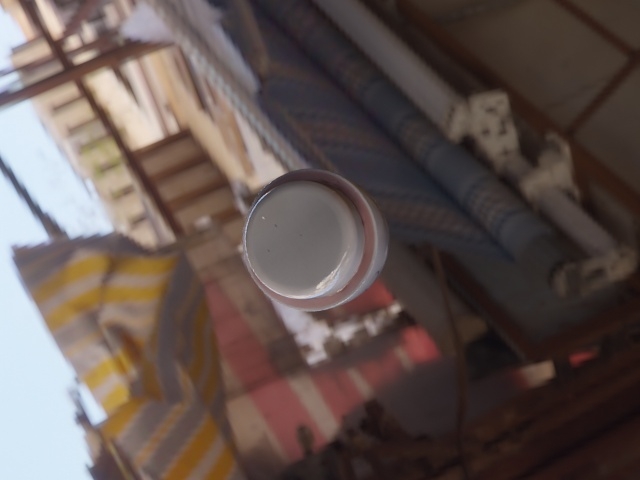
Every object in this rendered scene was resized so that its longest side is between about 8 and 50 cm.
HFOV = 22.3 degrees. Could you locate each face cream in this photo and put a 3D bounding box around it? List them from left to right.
[{"bbox_3d":[0.000,0.000,1.050,0.091,0.091,0.095,-4,178,18],"label":"face cream"}]
